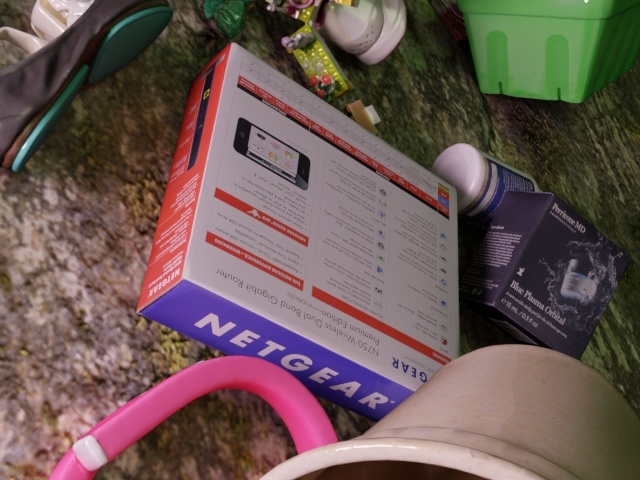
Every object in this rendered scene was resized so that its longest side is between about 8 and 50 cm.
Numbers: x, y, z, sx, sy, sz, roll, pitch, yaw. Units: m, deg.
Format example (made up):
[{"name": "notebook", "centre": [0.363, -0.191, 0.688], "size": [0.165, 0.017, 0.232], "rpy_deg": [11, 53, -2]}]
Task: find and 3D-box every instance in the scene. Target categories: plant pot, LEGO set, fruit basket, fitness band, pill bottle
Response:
[{"name": "plant pot", "centre": [0.129, 0.236, 0.669], "size": [0.334, 0.334, 0.305], "rpy_deg": [56, 28, 0]}, {"name": "LEGO set", "centre": [-0.002, -0.247, 1.008], "size": [0.107, 0.132, 0.287], "rpy_deg": [-30, 124, -68]}, {"name": "fruit basket", "centre": [0.404, -0.424, 1.351], "size": [0.392, 0.283, 0.392], "rpy_deg": [-28, 124, -52]}, {"name": "fitness band", "centre": [-0.089, 0.212, 0.698], "size": [0.291, 0.054, 0.209], "rpy_deg": [-31, 88, -49]}, {"name": "pill bottle", "centre": [0.231, -0.058, 1.158], "size": [0.169, 0.094, 0.094], "rpy_deg": [20, 52, -35]}]

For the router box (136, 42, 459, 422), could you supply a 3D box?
[{"name": "router box", "centre": [0.000, 0.000, 0.902], "size": [0.335, 0.082, 0.301], "rpy_deg": [30, 47, -27]}]

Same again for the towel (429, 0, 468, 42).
[{"name": "towel", "centre": [0.206, -0.491, 1.469], "size": [0.237, 0.037, 0.329], "rpy_deg": [-29, 86, -51]}]

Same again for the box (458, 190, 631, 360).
[{"name": "box", "centre": [0.274, 0.045, 1.080], "size": [0.156, 0.093, 0.158], "rpy_deg": [34, 79, -23]}]

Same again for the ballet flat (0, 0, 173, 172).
[{"name": "ballet flat", "centre": [-0.233, -0.174, 0.786], "size": [0.096, 0.095, 0.280], "rpy_deg": [37, 42, -8]}]

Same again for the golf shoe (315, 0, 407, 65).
[{"name": "golf shoe", "centre": [0.022, -0.382, 1.159], "size": [0.140, 0.115, 0.306], "rpy_deg": [7, 58, -38]}]

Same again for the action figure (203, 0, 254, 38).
[{"name": "action figure", "centre": [-0.085, -0.326, 1.027], "size": [0.063, 0.137, 0.232], "rpy_deg": [41, 49, -35]}]
